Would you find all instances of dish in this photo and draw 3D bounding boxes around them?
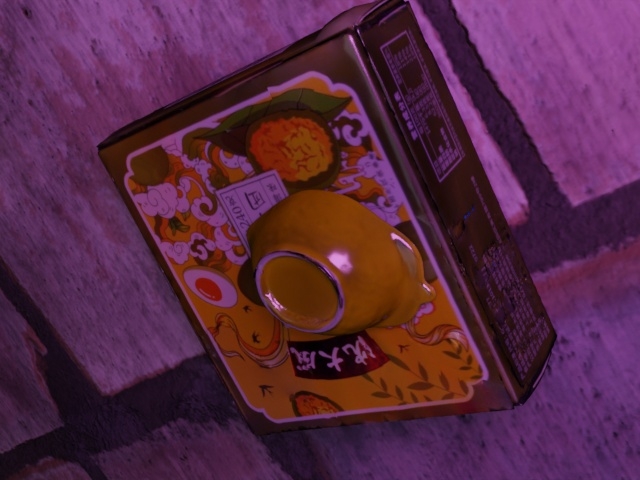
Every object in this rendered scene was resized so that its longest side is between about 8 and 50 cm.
[{"bbox_3d":[0.000,0.036,0.788,0.208,0.080,0.148,17,123,25],"label":"dish"}]

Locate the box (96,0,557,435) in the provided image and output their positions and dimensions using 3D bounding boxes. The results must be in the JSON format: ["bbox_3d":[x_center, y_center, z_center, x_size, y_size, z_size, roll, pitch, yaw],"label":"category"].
[{"bbox_3d":[0.000,0.000,0.908,0.373,0.138,0.420,-16,106,36],"label":"box"}]
